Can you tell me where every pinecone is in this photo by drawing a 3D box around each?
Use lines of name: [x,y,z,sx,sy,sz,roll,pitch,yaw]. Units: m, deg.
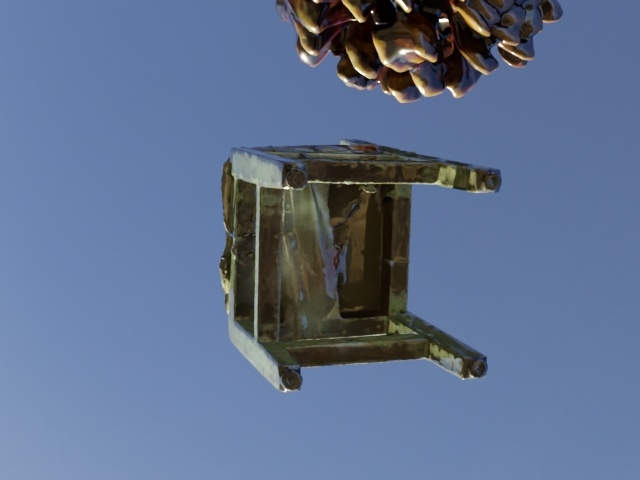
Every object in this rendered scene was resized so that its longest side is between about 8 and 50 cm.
pinecone: [0.115,-0.367,1.266,0.398,0.398,0.397,3,-84,29]

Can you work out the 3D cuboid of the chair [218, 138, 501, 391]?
chair: [0.000,0.000,0.674,0.270,0.147,0.136,-150,-120,-69]
